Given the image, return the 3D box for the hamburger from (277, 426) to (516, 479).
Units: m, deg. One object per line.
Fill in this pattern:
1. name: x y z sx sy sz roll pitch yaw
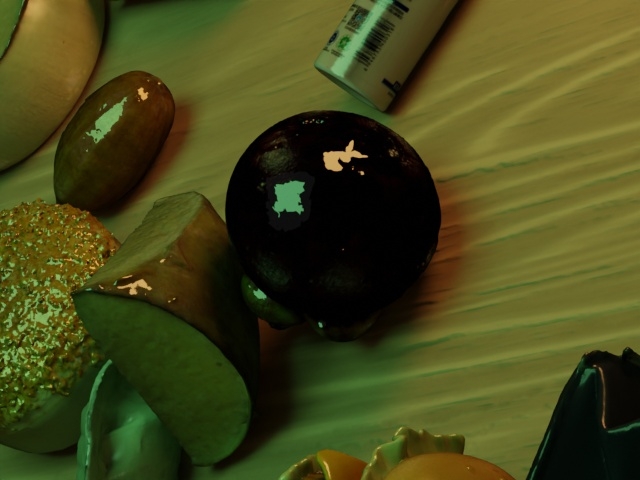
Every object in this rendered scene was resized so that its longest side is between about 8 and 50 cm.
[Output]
1. hamburger: 0.073 0.283 1.394 0.212 0.274 0.274 -15 55 34

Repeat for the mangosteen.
1. mangosteen: 0.000 0.000 1.717 0.250 0.211 0.211 -62 32 36

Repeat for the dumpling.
1. dumpling: -0.188 0.211 1.800 0.152 0.108 0.219 122 148 -67

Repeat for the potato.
1. potato: -0.127 0.040 1.774 0.112 0.269 0.255 -15 43 16

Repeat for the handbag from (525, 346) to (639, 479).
1. handbag: 0.239 0.274 1.202 0.122 0.303 0.329 17 77 51

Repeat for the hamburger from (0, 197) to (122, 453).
1. hamburger: -0.320 0.093 1.966 0.294 0.179 0.276 -7 59 42

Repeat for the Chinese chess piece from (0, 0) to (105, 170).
1. Chinese chess piece: -0.432 -0.249 2.334 0.338 0.140 0.338 -25 50 34

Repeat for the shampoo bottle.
1. shampoo bottle: 0.112 -0.281 1.854 0.303 0.092 0.092 -56 40 -1

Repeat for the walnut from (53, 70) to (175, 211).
1. walnut: -0.246 -0.108 2.088 0.207 0.115 0.116 -54 40 15
